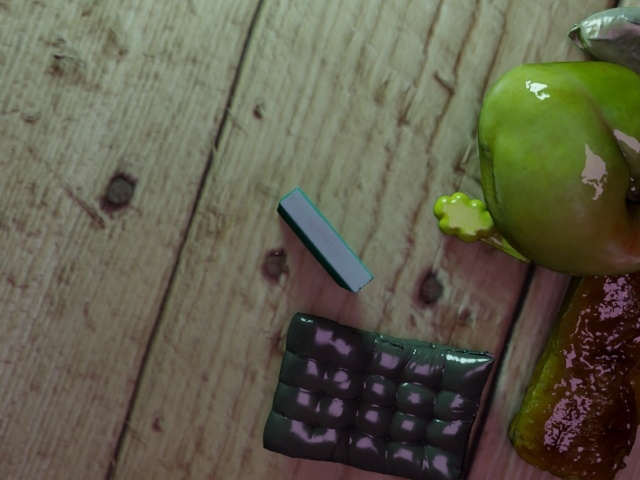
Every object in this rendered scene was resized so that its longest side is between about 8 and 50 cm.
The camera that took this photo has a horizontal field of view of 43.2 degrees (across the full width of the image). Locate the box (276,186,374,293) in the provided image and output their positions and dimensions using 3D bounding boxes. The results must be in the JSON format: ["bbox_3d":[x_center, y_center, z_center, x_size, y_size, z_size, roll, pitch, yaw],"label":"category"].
[{"bbox_3d":[0.000,0.000,1.175,0.042,0.226,0.161,-39,92,-3],"label":"box"}]

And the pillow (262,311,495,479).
[{"bbox_3d":[0.092,0.246,1.254,0.327,0.101,0.228,14,93,0],"label":"pillow"}]

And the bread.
[{"bbox_3d":[0.439,0.189,1.252,0.185,0.109,0.380,22,92,0],"label":"bread"}]

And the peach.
[{"bbox_3d":[0.366,-0.109,1.137,0.282,0.315,0.314,-18,107,-3],"label":"peach"}]

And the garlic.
[{"bbox_3d":[0.491,-0.305,1.247,0.196,0.087,0.101,29,104,-5],"label":"garlic"}]

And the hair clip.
[{"bbox_3d":[0.258,-0.018,1.271,0.173,0.046,0.072,28,88,0],"label":"hair clip"}]
